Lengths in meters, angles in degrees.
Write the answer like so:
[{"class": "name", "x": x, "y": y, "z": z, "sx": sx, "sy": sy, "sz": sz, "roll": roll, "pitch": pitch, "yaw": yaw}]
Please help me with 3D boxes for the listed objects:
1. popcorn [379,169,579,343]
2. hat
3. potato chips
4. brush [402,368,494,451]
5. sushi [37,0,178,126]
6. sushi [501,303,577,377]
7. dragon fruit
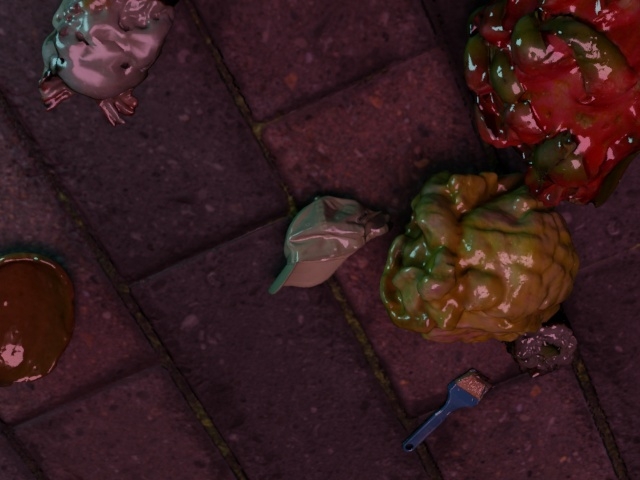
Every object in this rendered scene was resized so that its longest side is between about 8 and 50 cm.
[{"class": "popcorn", "x": 0.185, "y": 0.020, "z": 1.351, "sx": 0.259, "sy": 0.212, "sz": 0.259, "roll": 1, "pitch": 161, "yaw": 0}, {"class": "hat", "x": 0.000, "y": 0.007, "z": 1.414, "sx": 0.122, "sy": 0.081, "sz": 0.166, "roll": -7, "pitch": 147, "yaw": -47}, {"class": "potato chips", "x": -0.388, "y": 0.098, "z": 1.425, "sx": 0.150, "sy": 0.049, "sz": 0.202, "roll": 4, "pitch": 117, "yaw": -12}, {"class": "brush", "x": 0.174, "y": 0.245, "z": 1.586, "sx": 0.051, "sy": 0.014, "sz": 0.164, "roll": 35, "pitch": 111, "yaw": -21}, {"class": "sushi", "x": -0.202, "y": -0.284, "z": 1.188, "sx": 0.124, "sy": 0.130, "sz": 0.332, "roll": 18, "pitch": 115, "yaw": -15}, {"class": "sushi", "x": 0.287, "y": 0.121, "z": 1.490, "sx": 0.094, "sy": 0.084, "sz": 0.098, "roll": -11, "pitch": 122, "yaw": -2}, {"class": "dragon fruit", "x": 0.278, "y": -0.189, "z": 1.234, "sx": 0.237, "sy": 0.231, "sz": 0.303, "roll": -3, "pitch": 118, "yaw": -10}]
